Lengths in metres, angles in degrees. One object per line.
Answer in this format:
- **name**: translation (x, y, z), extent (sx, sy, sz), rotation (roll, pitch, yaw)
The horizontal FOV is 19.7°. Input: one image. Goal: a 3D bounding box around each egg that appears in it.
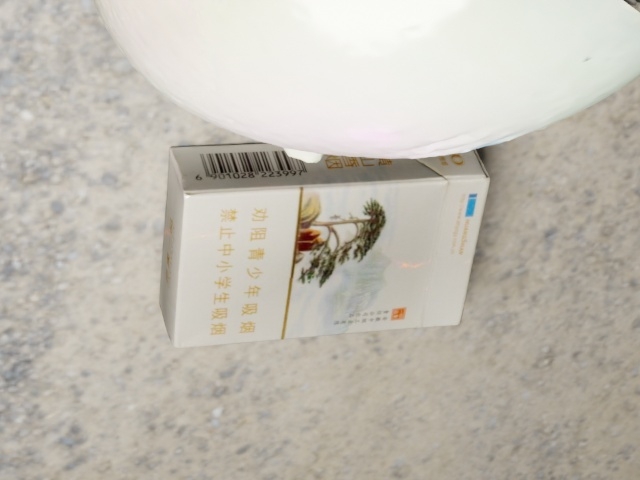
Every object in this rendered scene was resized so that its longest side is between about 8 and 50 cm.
- **egg**: translation (0.019, -0.204, 1.055), extent (0.340, 0.354, 0.354), rotation (-26, 136, 34)

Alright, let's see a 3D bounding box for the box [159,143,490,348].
- **box**: translation (0.001, 0.000, 1.384), extent (0.233, 0.067, 0.149), rotation (-3, 131, -15)
